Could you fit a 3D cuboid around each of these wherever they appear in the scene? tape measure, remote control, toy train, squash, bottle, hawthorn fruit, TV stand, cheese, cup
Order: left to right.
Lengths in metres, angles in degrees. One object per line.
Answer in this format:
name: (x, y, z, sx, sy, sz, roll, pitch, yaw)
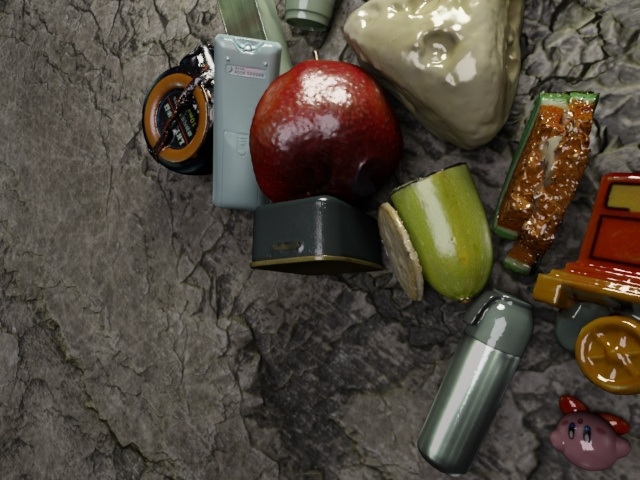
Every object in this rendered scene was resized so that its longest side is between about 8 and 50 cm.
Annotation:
tape measure: (-0.232, -0.230, 0.825, 0.223, 0.135, 0.202, -28, 84, 25)
remote control: (-0.129, -0.179, 0.726, 0.103, 0.051, 0.293, 4, 121, -8)
TV stand: (-0.110, -0.350, 0.792, 0.083, 0.088, 0.269, -21, 77, 26)
cup: (-0.011, -0.442, 0.744, 0.120, 0.120, 0.141, 14, 106, 27)
hawthorn fruit: (0.004, -0.181, 0.658, 0.230, 0.210, 0.266, -7, 78, 19)
squash: (0.178, -0.006, 0.601, 0.123, 0.123, 0.186, -22, 78, 24)
cheese: (0.193, -0.259, 0.588, 0.251, 0.173, 0.248, -32, 71, 16)
bottle: (0.205, 0.189, 0.588, 0.096, 0.079, 0.253, 19, 97, -17)
toy train: (0.385, 0.057, 0.411, 0.369, 0.163, 0.231, 14, 93, 52)

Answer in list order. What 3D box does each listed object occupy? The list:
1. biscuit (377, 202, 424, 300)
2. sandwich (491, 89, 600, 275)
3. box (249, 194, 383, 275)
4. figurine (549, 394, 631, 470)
biscuit: (0.112, 0.016, 0.622, 0.020, 0.152, 0.152, -20, 76, -2)
sandwich: (0.272, -0.071, 0.545, 0.079, 0.159, 0.235, 19, 114, 22)
box: (0.000, 0.000, 0.648, 0.144, 0.201, 0.090, -6, 79, 28)
figurine: (0.330, 0.244, 0.531, 0.083, 0.071, 0.067, 8, 131, 35)
